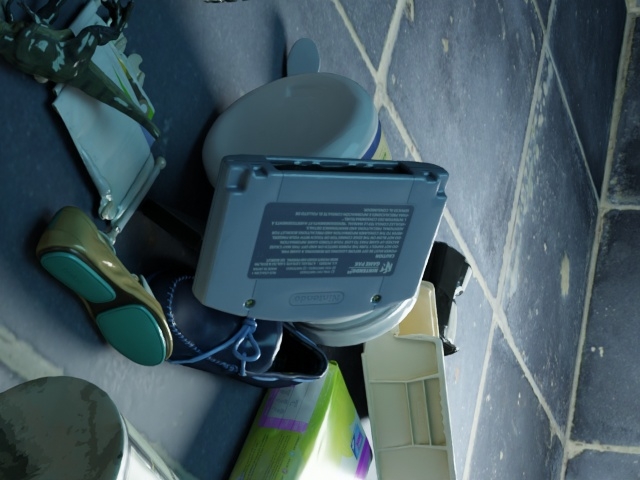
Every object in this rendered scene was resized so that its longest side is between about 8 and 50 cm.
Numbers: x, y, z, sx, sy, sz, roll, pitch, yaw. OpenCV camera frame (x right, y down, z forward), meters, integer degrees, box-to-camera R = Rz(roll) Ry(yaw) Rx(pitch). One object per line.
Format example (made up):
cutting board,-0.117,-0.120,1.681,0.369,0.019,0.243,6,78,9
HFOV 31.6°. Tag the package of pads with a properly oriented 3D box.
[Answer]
package of pads,-0.029,0.337,1.576,0.297,0.101,0.229,-67,147,-41

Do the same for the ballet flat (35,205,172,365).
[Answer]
ballet flat,-0.218,0.048,1.212,0.232,0.080,0.073,61,27,-47

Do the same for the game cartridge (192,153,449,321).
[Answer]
game cartridge,0.000,0.000,1.320,0.297,0.062,0.198,0,123,-31

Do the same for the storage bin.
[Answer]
storage bin,0.137,0.217,1.796,0.262,0.123,0.260,-79,162,-74

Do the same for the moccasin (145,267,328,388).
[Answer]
moccasin,-0.095,0.105,1.415,0.342,0.116,0.138,27,67,-60

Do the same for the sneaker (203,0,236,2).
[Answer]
sneaker,-0.066,-0.438,1.452,0.330,0.129,0.147,-60,144,-45

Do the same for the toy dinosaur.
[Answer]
toy dinosaur,-0.249,-0.202,1.130,0.268,0.064,0.118,27,72,-47

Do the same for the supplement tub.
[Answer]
supplement tub,0.001,-0.035,1.484,0.228,0.228,0.316,-66,145,-39

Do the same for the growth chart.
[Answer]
growth chart,-0.231,-0.136,1.239,0.172,0.021,0.237,-60,142,-46

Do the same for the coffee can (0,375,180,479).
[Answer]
coffee can,-0.215,0.286,1.077,0.275,0.201,0.202,62,38,-44

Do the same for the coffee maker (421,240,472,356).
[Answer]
coffee maker,0.189,0.093,2.002,0.171,0.120,0.178,53,44,-50

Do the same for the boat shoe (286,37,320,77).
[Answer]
boat shoe,-0.027,-0.220,1.641,0.040,0.049,0.142,149,-57,-81

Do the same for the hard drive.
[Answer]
hard drive,-0.143,-0.005,1.348,0.022,0.094,0.135,-58,152,4
